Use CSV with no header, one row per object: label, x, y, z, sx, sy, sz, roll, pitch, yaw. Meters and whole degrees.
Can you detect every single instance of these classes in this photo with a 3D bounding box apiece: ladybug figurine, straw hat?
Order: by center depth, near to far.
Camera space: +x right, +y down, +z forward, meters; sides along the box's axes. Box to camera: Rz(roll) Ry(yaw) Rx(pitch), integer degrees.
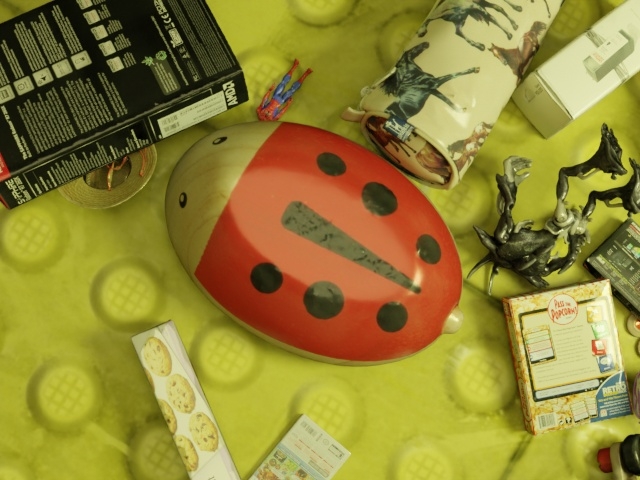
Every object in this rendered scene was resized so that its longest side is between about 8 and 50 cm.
ladybug figurine,0.000,0.000,1.862,0.449,0.162,0.305,26,81,-1
straw hat,-0.290,-0.090,1.897,0.144,0.061,0.144,-2,64,5

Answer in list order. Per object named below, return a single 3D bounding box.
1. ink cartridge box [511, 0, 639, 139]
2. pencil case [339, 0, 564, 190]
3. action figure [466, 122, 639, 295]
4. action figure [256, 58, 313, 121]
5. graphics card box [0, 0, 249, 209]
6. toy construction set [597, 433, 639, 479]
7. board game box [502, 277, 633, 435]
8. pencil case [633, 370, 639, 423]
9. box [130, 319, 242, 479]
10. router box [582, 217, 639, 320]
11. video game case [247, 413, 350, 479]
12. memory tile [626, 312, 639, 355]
ink cartridge box,0.387,-0.249,1.925,0.218,0.158,0.092,-36,87,-7
pencil case,0.208,-0.283,1.906,0.183,0.160,0.410,35,78,-15
action figure,0.320,-0.037,1.905,0.275,0.141,0.164,-36,118,28
action figure,-0.057,-0.204,1.952,0.038,0.030,0.115,36,83,-4
graphics card box,-0.310,-0.224,1.874,0.371,0.094,0.233,-27,68,-6
toy construction set,0.383,0.419,1.828,0.309,0.257,0.237,-20,97,14
board game box,0.343,0.160,1.911,0.147,0.045,0.193,-10,93,-6
pencil case,0.534,0.223,1.898,0.206,0.086,0.088,10,77,-13
box,-0.166,0.266,1.864,0.067,0.063,0.324,-22,85,-6
router box,0.446,0.042,1.947,0.092,0.038,0.122,-43,81,-8
video game case,-0.029,0.312,1.895,0.087,0.011,0.122,40,81,1
memory tile,0.509,0.154,1.956,0.113,0.012,0.148,-23,85,-7
